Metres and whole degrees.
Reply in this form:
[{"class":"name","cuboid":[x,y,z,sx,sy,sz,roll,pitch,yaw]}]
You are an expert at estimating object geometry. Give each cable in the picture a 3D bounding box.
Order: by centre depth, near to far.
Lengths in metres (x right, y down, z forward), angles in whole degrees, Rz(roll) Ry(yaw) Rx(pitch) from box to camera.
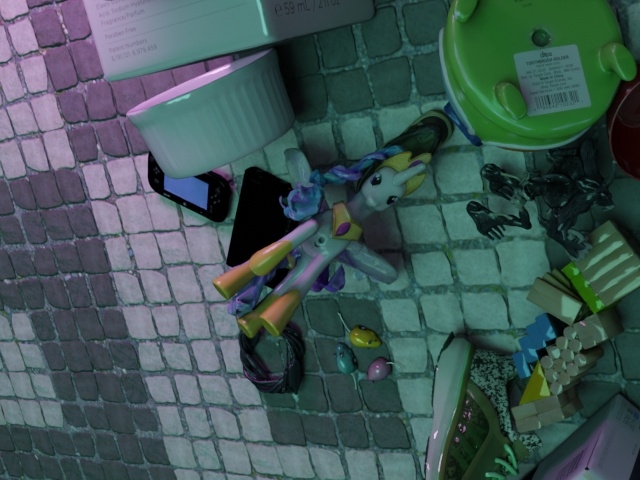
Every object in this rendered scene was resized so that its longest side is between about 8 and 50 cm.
[{"class":"cable","cuboid":[-0.103,0.227,1.698,0.150,0.047,0.185,12,117,33]}]

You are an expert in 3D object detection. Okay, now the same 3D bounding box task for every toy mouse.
[{"class":"toy mouse","cuboid":[0.076,0.237,1.593,0.161,0.031,0.143,28,121,20]}]

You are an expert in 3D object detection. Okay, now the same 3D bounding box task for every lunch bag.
[{"class":"lunch bag","cuboid":[0.245,-0.204,1.294,0.098,0.067,0.065,51,125,6]}]

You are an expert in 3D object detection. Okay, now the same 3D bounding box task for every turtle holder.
[{"class":"turtle holder","cuboid":[0.258,-0.269,1.152,0.320,0.243,0.227,49,170,6]}]

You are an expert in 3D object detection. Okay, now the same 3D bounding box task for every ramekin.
[{"class":"ramekin","cuboid":[-0.178,-0.214,1.429,0.277,0.277,0.135,-12,110,34]}]

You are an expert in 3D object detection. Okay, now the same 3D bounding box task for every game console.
[{"class":"game console","cuboid":[-0.200,-0.065,1.636,0.361,0.044,0.213,26,120,21]}]

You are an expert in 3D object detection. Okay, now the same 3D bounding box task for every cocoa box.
[{"class":"cocoa box","cuboid":[0.438,0.472,1.342,0.228,0.231,0.347,41,125,10]}]

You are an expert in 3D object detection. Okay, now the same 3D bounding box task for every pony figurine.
[{"class":"pony figurine","cuboid":[0.000,0.000,1.345,0.303,0.363,0.351,50,163,-5]}]

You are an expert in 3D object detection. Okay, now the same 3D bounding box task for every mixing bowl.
[{"class":"mixing bowl","cuboid":[0.462,-0.178,1.132,0.181,0.098,0.182,-4,123,-6]}]

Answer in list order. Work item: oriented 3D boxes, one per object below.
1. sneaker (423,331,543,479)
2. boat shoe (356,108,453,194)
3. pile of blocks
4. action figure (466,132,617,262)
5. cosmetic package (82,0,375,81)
[{"class":"sneaker","cuboid":[0.268,0.351,1.357,0.182,0.158,0.411,2,68,16]},{"class":"boat shoe","cuboid":[0.127,-0.132,1.389,0.080,0.073,0.223,49,127,1]},{"class":"pile of blocks","cuboid":[0.400,0.134,1.309,0.149,0.112,0.362,36,112,30]},{"class":"action figure","cuboid":[0.346,-0.063,1.211,0.275,0.140,0.164,1,72,62]},{"class":"cosmetic package","cuboid":[-0.164,-0.484,1.271,0.327,0.329,0.394,-5,107,33]}]
